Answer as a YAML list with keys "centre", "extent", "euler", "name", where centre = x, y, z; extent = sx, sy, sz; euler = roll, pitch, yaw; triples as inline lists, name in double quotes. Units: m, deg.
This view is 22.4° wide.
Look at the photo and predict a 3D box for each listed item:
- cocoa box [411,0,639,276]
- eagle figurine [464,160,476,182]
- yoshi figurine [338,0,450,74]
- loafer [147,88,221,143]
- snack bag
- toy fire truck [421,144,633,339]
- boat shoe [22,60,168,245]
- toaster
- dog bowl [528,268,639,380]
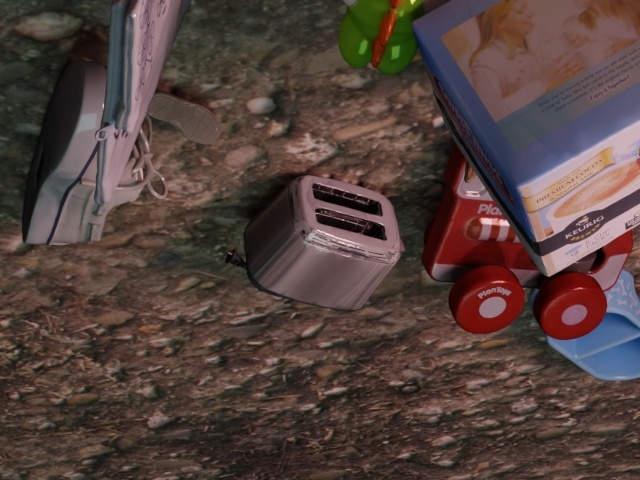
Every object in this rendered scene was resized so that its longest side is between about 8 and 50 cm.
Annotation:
- centre: [0.307, -0.173, 1.644]
  extent: [0.347, 0.231, 0.228]
  euler: [-30, 153, 1]
  name: "cocoa box"
- centre: [0.332, -0.157, 1.901]
  extent: [0.298, 0.226, 0.225]
  euler: [9, -175, 6]
  name: "eagle figurine"
- centre: [0.092, -0.345, 1.637]
  extent: [0.203, 0.203, 0.362]
  euler: [-31, 151, -42]
  name: "yoshi figurine"
- centre: [-0.172, -0.158, 1.971]
  extent: [0.125, 0.039, 0.045]
  euler: [27, 102, -45]
  name: "loafer"
- centre: [-0.157, -0.230, 1.589]
  extent: [0.037, 0.323, 0.342]
  euler: [17, 146, -1]
  name: "snack bag"
- centre: [0.290, -0.015, 2.178]
  extent: [0.302, 0.169, 0.254]
  euler: [4, 128, -18]
  name: "toy fire truck"
- centre: [-0.260, -0.091, 1.963]
  extent: [0.157, 0.135, 0.367]
  euler: [5, 149, -18]
  name: "boat shoe"
- centre: [0.000, 0.000, 2.164]
  extent: [0.227, 0.129, 0.146]
  euler: [15, 138, -27]
  name: "toaster"
- centre: [0.444, 0.135, 2.505]
  extent: [0.166, 0.074, 0.297]
  euler: [-24, 143, 27]
  name: "dog bowl"
